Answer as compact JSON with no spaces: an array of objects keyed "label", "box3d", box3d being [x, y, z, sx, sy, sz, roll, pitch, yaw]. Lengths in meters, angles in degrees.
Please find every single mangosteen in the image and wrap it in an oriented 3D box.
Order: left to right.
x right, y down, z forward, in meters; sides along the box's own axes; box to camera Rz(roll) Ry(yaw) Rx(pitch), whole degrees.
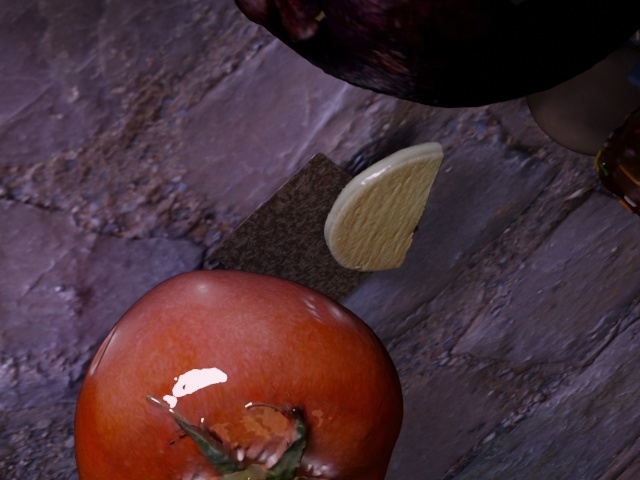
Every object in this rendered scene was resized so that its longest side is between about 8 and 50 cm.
[{"label":"mangosteen","box3d":[0.113,-0.295,0.914,0.435,0.382,0.382,-42,149,-21]}]

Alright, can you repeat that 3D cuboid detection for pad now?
[{"label":"pad","box3d":[0.000,0.000,1.467,0.158,0.003,0.235,-43,145,11]}]

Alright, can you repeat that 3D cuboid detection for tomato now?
[{"label":"tomato","box3d":[-0.096,0.168,1.367,0.341,0.273,0.341,-11,135,-11]}]

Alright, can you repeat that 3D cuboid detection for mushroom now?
[{"label":"mushroom","box3d":[0.311,-0.181,1.383,0.204,0.204,0.204,-22,144,-18]}]

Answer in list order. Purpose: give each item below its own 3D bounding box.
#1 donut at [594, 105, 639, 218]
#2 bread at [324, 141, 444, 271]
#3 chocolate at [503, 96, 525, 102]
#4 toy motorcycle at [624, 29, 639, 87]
[{"label":"donut","box3d":[0.369,-0.093,1.249,0.235,0.089,0.235,-21,154,-11]},{"label":"bread","box3d":[0.054,-0.031,1.443,0.112,0.036,0.193,-12,143,-23]},{"label":"chocolate","box3d":[0.211,-0.236,1.279,0.110,0.110,0.248,6,128,-44]},{"label":"toy motorcycle","box3d":[0.436,-0.275,1.266,0.416,0.172,0.232,-39,131,-16]}]
